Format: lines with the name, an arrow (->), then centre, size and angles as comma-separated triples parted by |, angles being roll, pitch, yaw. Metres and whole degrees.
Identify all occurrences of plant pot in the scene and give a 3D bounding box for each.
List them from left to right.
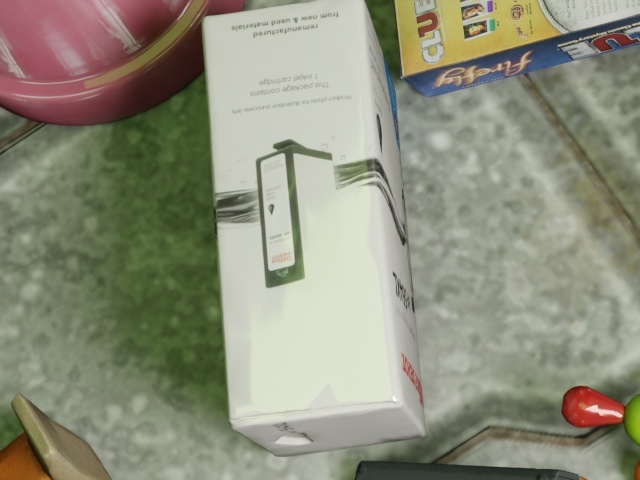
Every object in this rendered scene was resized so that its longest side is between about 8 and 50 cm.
plant pot -> -0.155, -0.183, 0.801 | 0.201, 0.180, 0.201 | -2, 76, 10

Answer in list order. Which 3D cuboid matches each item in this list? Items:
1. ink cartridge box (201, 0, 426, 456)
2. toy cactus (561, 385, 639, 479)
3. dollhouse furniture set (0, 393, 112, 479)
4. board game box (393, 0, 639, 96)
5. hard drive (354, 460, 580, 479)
ink cartridge box -> 0.000, 0.000, 0.740 | 0.085, 0.148, 0.203 | -7, 76, 7
toy cactus -> 0.195, 0.176, 0.691 | 0.180, 0.112, 0.219 | -1, 67, 1
dollhouse furniture set -> -0.178, 0.257, 0.742 | 0.262, 0.135, 0.259 | -38, 61, 0
board game box -> 0.114, -0.216, 0.805 | 0.165, 0.042, 0.243 | -12, 74, 25
hard drive -> 0.065, 0.158, 0.714 | 0.135, 0.022, 0.094 | -6, 71, 47
